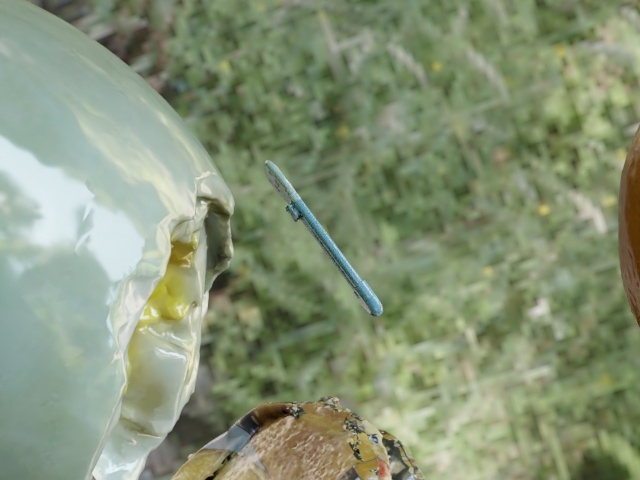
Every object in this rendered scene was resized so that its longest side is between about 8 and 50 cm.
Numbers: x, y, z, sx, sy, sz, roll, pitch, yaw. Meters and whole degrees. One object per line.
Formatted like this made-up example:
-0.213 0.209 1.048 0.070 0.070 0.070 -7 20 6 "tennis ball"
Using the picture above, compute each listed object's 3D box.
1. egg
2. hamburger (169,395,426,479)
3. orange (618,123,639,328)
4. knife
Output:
-0.219 0.003 0.947 0.278 0.336 0.278 20 90 -88 "egg"
-0.026 0.207 1.252 0.107 0.231 0.231 41 33 -36 "hamburger"
0.175 0.000 0.633 0.136 0.159 0.159 -39 117 -23 "orange"
0.000 0.000 0.969 0.096 0.010 0.027 52 -10 12 "knife"
